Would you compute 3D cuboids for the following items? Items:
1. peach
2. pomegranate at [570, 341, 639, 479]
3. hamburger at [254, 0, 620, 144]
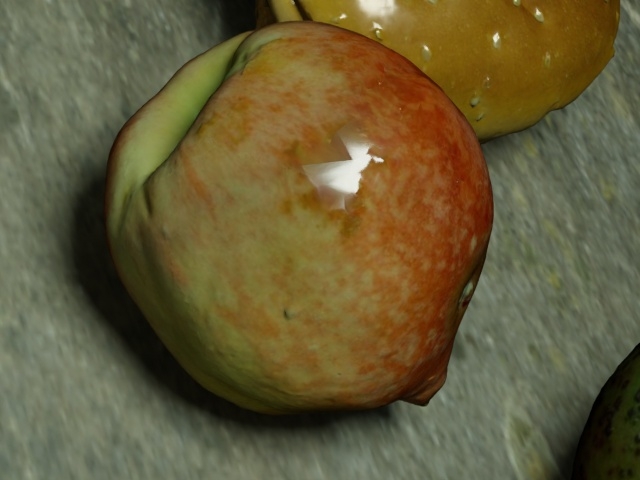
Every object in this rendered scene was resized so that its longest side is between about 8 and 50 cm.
[{"bbox_3d":[0.000,0.000,1.126,0.256,0.232,0.232,46,41,-22],"label":"peach"},{"bbox_3d":[0.314,0.171,1.188,0.341,0.285,0.285,25,37,-57],"label":"pomegranate"},{"bbox_3d":[0.073,-0.209,1.322,0.314,0.170,0.289,-8,86,-34],"label":"hamburger"}]
